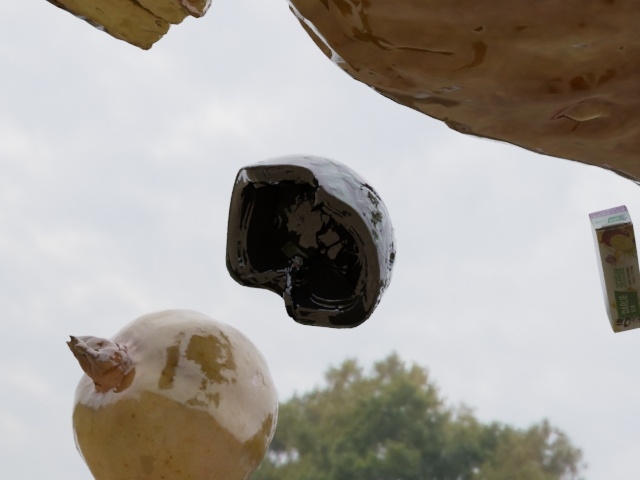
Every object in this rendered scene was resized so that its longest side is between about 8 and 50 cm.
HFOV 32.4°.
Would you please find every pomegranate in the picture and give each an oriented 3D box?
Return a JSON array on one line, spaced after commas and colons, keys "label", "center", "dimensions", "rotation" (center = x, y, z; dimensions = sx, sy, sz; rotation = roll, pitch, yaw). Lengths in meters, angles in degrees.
[{"label": "pomegranate", "center": [-0.143, 0.168, 1.097], "dimensions": [0.207, 0.207, 0.207], "rotation": [17, -28, 10]}]

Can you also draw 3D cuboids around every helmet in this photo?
[{"label": "helmet", "center": [0.003, -0.009, 1.013], "dimensions": [0.177, 0.107, 0.153], "rotation": [30, -51, 19]}]

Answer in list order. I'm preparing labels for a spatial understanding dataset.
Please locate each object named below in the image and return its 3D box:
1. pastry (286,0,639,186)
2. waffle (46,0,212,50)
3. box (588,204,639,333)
[{"label": "pastry", "center": [0.132, -0.126, 0.338], "dimensions": [0.311, 0.161, 0.255], "rotation": [21, -34, -22]}, {"label": "waffle", "center": [-0.170, -0.309, 0.813], "dimensions": [0.213, 0.307, 0.091], "rotation": [24, -35, -33]}, {"label": "box", "center": [0.393, 0.042, 1.450], "dimensions": [0.050, 0.041, 0.207], "rotation": [-14, -48, 10]}]
